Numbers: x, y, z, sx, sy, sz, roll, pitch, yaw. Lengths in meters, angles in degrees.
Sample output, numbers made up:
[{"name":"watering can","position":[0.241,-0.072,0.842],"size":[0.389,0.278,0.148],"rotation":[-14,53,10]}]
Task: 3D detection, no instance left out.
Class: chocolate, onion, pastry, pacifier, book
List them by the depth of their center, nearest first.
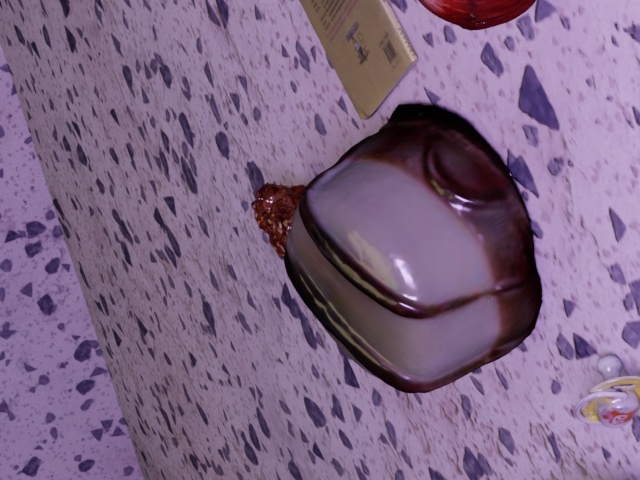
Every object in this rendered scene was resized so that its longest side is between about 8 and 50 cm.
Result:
[{"name":"onion","position":[0.123,-0.235,1.076],"size":[0.131,0.131,0.131],"rotation":[50,153,37]},{"name":"pacifier","position":[0.261,0.134,1.214],"size":[0.083,0.068,0.064],"rotation":[97,170,-54]},{"name":"chocolate","position":[0.075,0.017,1.351],"size":[0.283,0.186,0.284],"rotation":[50,154,37]},{"name":"book","position":[0.031,-0.239,1.428],"size":[0.192,0.013,0.168],"rotation":[63,158,9]},{"name":"pastry","position":[0.000,0.002,1.634],"size":[0.208,0.097,0.115],"rotation":[44,144,42]}]
